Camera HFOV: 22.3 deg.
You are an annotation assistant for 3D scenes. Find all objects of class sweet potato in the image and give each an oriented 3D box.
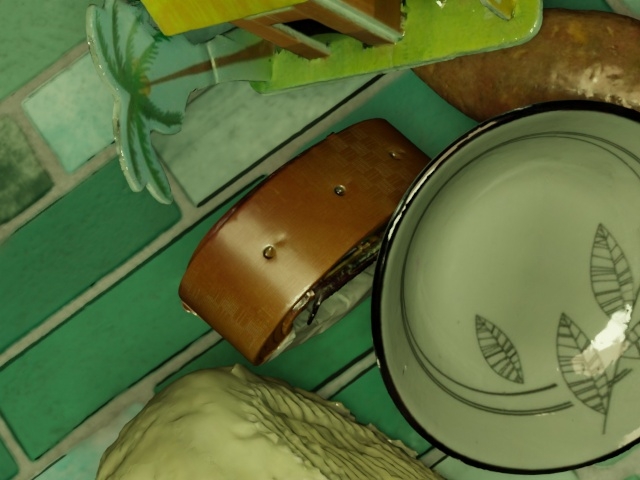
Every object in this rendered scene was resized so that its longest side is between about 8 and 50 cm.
[{"bbox_3d":[0.207,-0.139,1.372,0.337,0.131,0.131,24,83,17],"label":"sweet potato"}]

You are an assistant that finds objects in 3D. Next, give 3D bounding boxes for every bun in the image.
[{"bbox_3d":[-0.013,0.249,1.221,0.360,0.360,0.211,33,94,15],"label":"bun"}]

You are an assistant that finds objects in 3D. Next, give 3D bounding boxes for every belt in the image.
[{"bbox_3d":[0.000,0.000,1.329,0.105,0.184,0.261,43,50,12],"label":"belt"}]

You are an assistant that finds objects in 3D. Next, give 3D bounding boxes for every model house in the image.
[{"bbox_3d":[-0.028,-0.211,1.285,0.300,0.324,0.340,-8,74,36],"label":"model house"}]

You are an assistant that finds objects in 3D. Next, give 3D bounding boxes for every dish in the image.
[{"bbox_3d":[0.176,0.028,1.312,0.317,0.106,0.316,-5,111,-13],"label":"dish"}]
